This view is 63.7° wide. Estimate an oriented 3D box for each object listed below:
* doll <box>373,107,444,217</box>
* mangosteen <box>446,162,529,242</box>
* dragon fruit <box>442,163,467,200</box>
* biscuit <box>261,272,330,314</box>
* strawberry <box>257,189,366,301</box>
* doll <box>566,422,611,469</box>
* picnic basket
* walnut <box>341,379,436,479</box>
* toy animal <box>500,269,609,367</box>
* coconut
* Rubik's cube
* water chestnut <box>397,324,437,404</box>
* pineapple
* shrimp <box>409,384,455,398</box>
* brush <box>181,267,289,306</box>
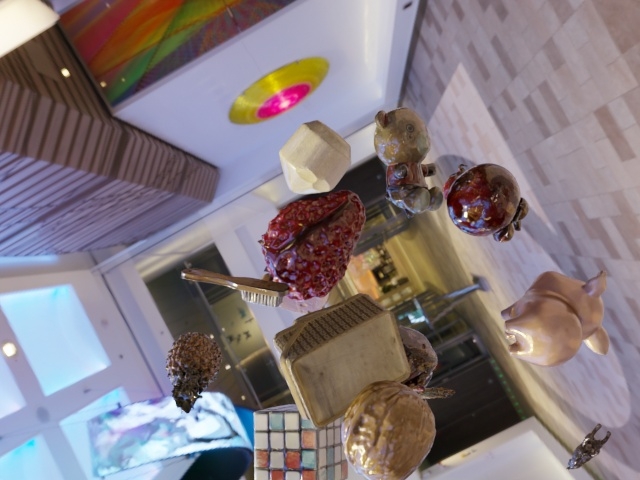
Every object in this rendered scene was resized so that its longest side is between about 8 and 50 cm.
[{"bbox_3d":[0.261,-0.236,1.567,0.234,0.174,0.330,-7,-92,-44],"label":"doll"},{"bbox_3d":[0.496,-0.097,1.500,0.257,0.215,0.215,38,-168,-17],"label":"mangosteen"},{"bbox_3d":[0.557,-0.243,2.089,0.094,0.191,0.094,25,160,10],"label":"dragon fruit"},{"bbox_3d":[-0.099,0.190,2.069,0.344,0.287,0.057,97,-177,-54],"label":"biscuit"},{"bbox_3d":[0.000,0.000,1.561,0.295,0.345,0.317,56,-165,-3],"label":"strawberry"},{"bbox_3d":[0.866,0.689,1.684,0.139,0.165,0.057,-15,-133,-45],"label":"doll"},{"bbox_3d":[0.046,0.306,1.369,0.175,0.312,0.228,29,141,64],"label":"picnic basket"},{"bbox_3d":[0.140,0.411,1.101,0.213,0.213,0.213,61,-176,-8],"label":"walnut"},{"bbox_3d":[0.619,0.207,1.361,0.326,0.269,0.237,-48,-50,-65],"label":"toy animal"},{"bbox_3d":[-0.025,-0.285,1.855,0.237,0.266,0.237,41,-174,-5],"label":"coconut"},{"bbox_3d":[-0.065,0.713,1.799,0.259,0.253,0.257,27,-122,-63],"label":"Rubik's cube"},{"bbox_3d":[0.334,0.545,2.118,0.347,0.335,0.335,58,-178,29],"label":"water chestnut"},{"bbox_3d":[-0.456,0.468,1.799,0.202,0.201,0.362,60,-175,-17],"label":"pineapple"},{"bbox_3d":[0.334,0.470,1.614,0.124,0.178,0.034,72,-163,-60],"label":"shrimp"},{"bbox_3d":[-0.245,0.134,1.460,0.070,0.327,0.065,-44,-39,-67],"label":"brush"}]
